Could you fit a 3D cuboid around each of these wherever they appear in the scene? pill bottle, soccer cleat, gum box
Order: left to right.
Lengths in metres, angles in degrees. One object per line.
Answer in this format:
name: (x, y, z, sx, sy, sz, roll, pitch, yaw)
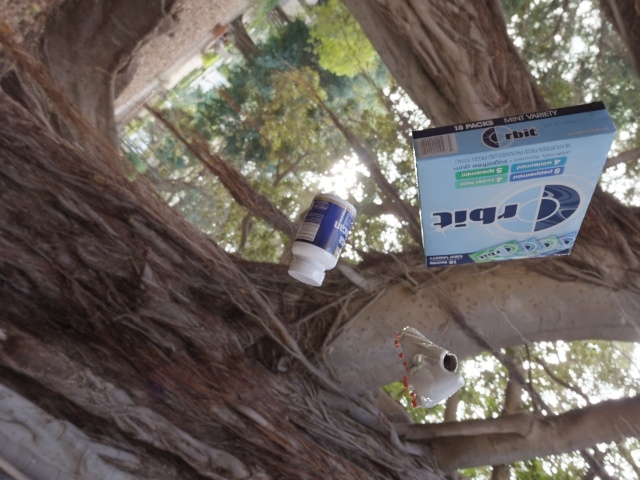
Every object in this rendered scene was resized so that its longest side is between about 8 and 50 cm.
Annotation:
pill bottle: (0.000, 0.000, 0.910, 0.094, 0.094, 0.169, -2, -120, 56)
soccer cleat: (0.154, 0.173, 0.656, 0.076, 0.068, 0.196, -23, -172, 8)
gum box: (0.177, -0.041, 0.456, 0.157, 0.184, 0.041, -6, -124, 11)
